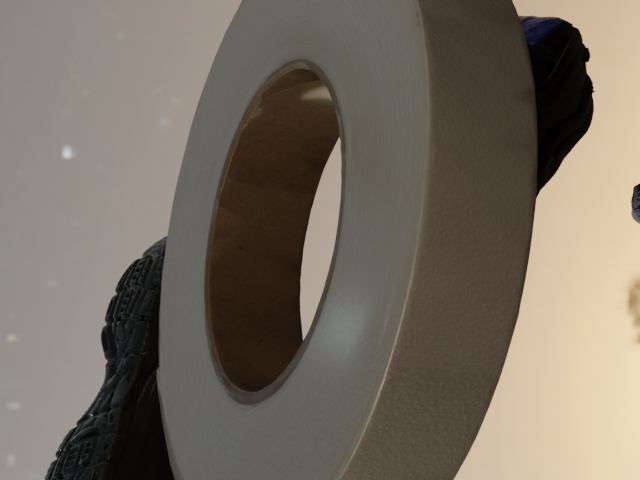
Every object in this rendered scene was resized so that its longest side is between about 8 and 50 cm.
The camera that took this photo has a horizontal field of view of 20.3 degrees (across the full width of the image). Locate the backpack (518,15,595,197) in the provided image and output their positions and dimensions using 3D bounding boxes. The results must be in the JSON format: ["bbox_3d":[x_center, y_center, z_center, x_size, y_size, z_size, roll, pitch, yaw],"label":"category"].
[{"bbox_3d":[0.110,-0.090,1.116,0.120,0.101,0.098,-42,-47,-38],"label":"backpack"}]

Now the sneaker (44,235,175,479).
[{"bbox_3d":[-0.111,0.139,1.292,0.109,0.130,0.286,-17,48,57],"label":"sneaker"}]

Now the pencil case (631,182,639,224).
[{"bbox_3d":[0.302,0.021,0.971,0.113,0.273,0.124,-53,7,-19],"label":"pencil case"}]

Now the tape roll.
[{"bbox_3d":[0.000,0.000,1.073,0.392,0.072,0.392,-36,49,57],"label":"tape roll"}]
